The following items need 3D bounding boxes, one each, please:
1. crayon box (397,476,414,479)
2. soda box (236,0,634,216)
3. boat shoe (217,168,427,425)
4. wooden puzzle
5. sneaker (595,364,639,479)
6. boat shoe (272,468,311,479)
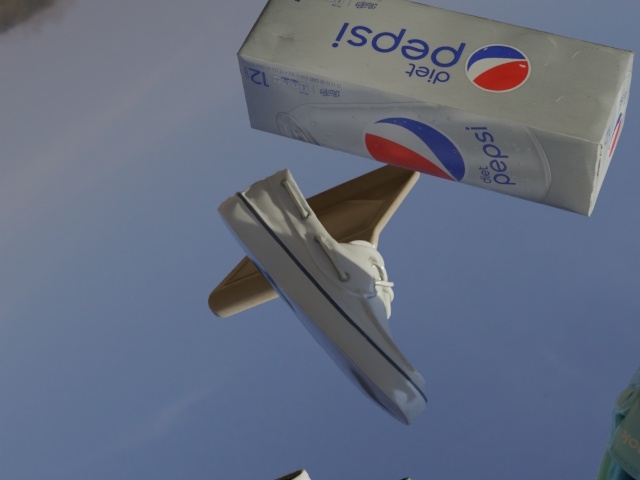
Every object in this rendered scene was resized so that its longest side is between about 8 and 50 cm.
[{"bbox_3d":[0.057,0.315,0.888,0.165,0.278,0.081,-24,-166,35],"label":"crayon box"},{"bbox_3d":[0.086,-0.114,0.972,0.286,0.091,0.098,16,-122,16],"label":"soda box"},{"bbox_3d":[0.015,0.035,1.029,0.084,0.095,0.258,-37,-116,-7],"label":"boat shoe"},{"bbox_3d":[0.000,0.000,1.465,0.221,0.044,0.238,-22,-162,25],"label":"wooden puzzle"},{"bbox_3d":[0.258,0.094,0.772,0.150,0.366,0.135,-29,-128,-31],"label":"sneaker"},{"bbox_3d":[-0.109,0.326,1.494,0.226,0.076,0.083,-18,-172,1],"label":"boat shoe"}]
